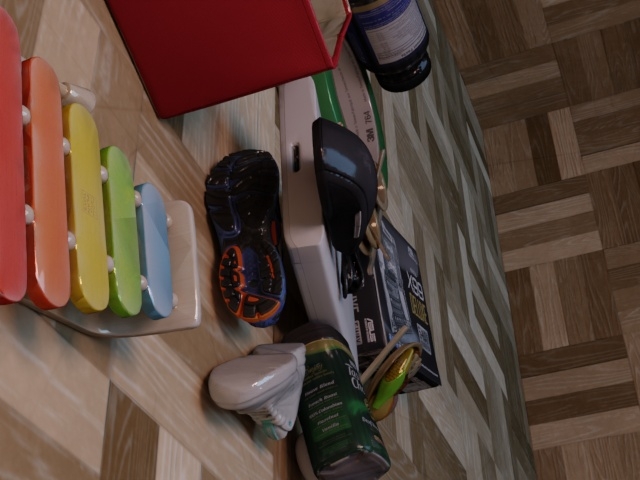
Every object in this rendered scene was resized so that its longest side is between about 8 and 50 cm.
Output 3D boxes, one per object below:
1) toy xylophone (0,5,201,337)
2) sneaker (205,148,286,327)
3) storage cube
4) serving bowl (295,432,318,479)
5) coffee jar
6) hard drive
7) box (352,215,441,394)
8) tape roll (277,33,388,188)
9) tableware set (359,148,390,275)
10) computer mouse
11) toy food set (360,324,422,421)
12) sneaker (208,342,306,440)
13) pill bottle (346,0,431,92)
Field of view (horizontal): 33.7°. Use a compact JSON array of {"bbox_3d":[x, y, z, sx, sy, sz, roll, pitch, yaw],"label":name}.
[{"bbox_3d":[-0.193,-0.049,0.756,0.323,0.081,0.236,32,45,-68],"label":"toy xylophone"},{"bbox_3d":[-0.078,-0.002,1.151,0.087,0.083,0.221,80,7,-61],"label":"sneaker"},{"bbox_3d":[-0.094,-0.264,1.080,0.183,0.193,0.215,-76,148,-59],"label":"storage cube"},{"bbox_3d":[-0.005,0.259,1.219,0.083,0.027,0.083,53,16,-22],"label":"serving bowl"},{"bbox_3d":[0.013,0.185,1.206,0.096,0.079,0.184,49,17,-52],"label":"coffee jar"},{"bbox_3d":[0.000,0.000,1.302,0.353,0.047,0.233,75,9,-57],"label":"hard drive"},{"bbox_3d":[0.095,0.091,1.635,0.307,0.077,0.242,41,37,-62],"label":"box"},{"bbox_3d":[0.021,-0.206,1.641,0.321,0.077,0.321,-14,90,-74],"label":"tape roll"},{"bbox_3d":[0.076,-0.051,1.486,0.194,0.039,0.128,-76,148,-58],"label":"tableware set"},{"bbox_3d":[0.034,-0.072,1.168,0.262,0.060,0.184,77,9,-56],"label":"computer mouse"},{"bbox_3d":[0.106,0.200,1.468,0.038,0.132,0.192,35,-13,23],"label":"toy food set"},{"bbox_3d":[-0.054,0.162,1.083,0.212,0.080,0.094,-8,96,-75],"label":"sneaker"},{"bbox_3d":[0.101,-0.341,1.670,0.219,0.123,0.122,59,23,-47],"label":"pill bottle"}]
